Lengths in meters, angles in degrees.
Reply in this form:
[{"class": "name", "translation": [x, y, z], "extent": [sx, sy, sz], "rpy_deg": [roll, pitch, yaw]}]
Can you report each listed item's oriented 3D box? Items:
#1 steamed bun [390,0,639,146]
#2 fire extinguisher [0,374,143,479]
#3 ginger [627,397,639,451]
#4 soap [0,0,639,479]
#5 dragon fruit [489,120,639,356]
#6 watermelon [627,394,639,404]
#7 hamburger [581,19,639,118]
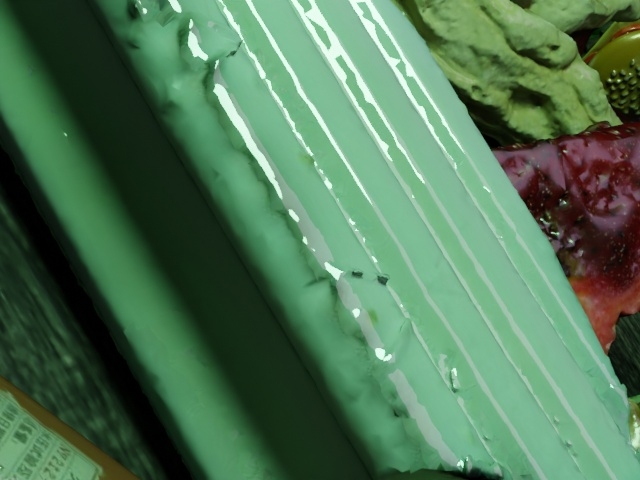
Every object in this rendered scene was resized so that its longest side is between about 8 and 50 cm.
[{"class": "steamed bun", "translation": [0.199, -0.228, 1.154], "extent": [0.428, 0.189, 0.247], "rpy_deg": [32, 28, -31]}, {"class": "fire extinguisher", "translation": [-0.138, 0.131, 0.383], "extent": [0.376, 0.200, 0.113], "rpy_deg": [39, -8, -14]}, {"class": "ginger", "translation": [0.241, 0.167, 0.789], "extent": [0.270, 0.218, 0.123], "rpy_deg": [8, 9, -30]}, {"class": "soap", "translation": [0.000, 0.000, 0.649], "extent": [0.446, 0.156, 0.261], "rpy_deg": [58, 30, 9]}, {"class": "dragon fruit", "translation": [0.154, 0.021, 0.893], "extent": [0.262, 0.134, 0.211], "rpy_deg": [-9, 81, -26]}, {"class": "watermelon", "translation": [0.267, 0.172, 0.895], "extent": [0.158, 0.121, 0.097], "rpy_deg": [-3, 79, -52]}, {"class": "hamburger", "translation": [0.388, -0.230, 1.443], "extent": [0.162, 0.162, 0.115], "rpy_deg": [28, 38, -36]}]
